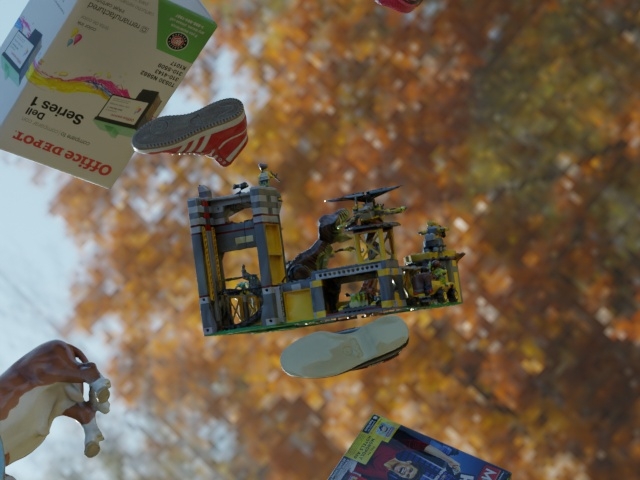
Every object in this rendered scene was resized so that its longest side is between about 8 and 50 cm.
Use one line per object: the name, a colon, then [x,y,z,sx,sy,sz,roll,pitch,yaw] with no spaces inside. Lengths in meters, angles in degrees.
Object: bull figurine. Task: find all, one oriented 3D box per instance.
bull figurine: [-0.392,0.244,2.281,0.310,0.188,0.101,-45,-43,-19]

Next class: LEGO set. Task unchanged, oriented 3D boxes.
LEGO set: [0.000,0.000,2.183,0.331,0.192,0.255,-10,-5,33]

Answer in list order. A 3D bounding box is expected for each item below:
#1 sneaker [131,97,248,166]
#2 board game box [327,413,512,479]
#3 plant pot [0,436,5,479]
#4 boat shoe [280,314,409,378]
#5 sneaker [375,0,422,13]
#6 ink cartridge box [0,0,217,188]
sneaker: [-0.129,-0.099,1.878,0.118,0.042,0.067,-17,-37,-2]
board game box: [0.084,0.274,1.647,0.194,0.194,0.060,-53,-26,-32]
plant pot: [-0.390,0.285,1.550,0.271,0.271,0.255,-34,-39,-36]
boat shoe: [0.024,0.112,1.853,0.133,0.049,0.042,-16,-20,-8]
sneaker: [0.016,-0.314,1.720,0.120,0.299,0.112,14,-71,-38]
ink cartridge box: [-0.299,-0.228,2.420,0.201,0.117,0.278,21,-68,-38]
